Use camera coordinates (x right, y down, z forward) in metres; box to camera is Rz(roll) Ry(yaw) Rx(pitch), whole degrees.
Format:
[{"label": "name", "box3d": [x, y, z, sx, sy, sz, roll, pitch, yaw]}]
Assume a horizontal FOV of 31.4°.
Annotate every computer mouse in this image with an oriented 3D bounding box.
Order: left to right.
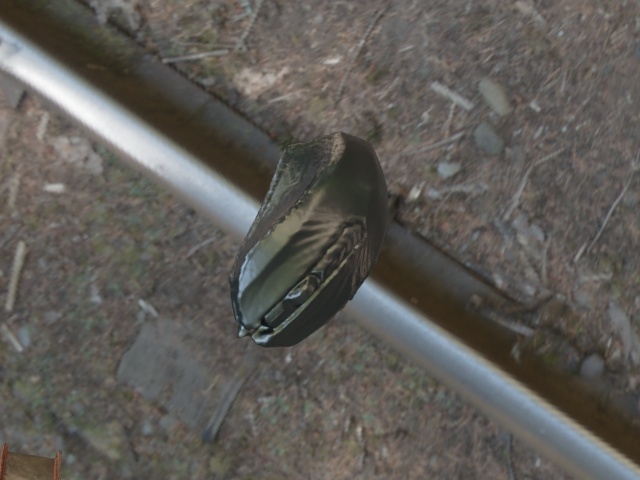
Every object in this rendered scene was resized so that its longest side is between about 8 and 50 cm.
[{"label": "computer mouse", "box3d": [0.000, 0.000, 0.792, 0.057, 0.172, 0.099, 11, 153, 46]}]

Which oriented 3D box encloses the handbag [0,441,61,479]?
[{"label": "handbag", "box3d": [-0.218, 0.245, 0.796, 0.062, 0.190, 0.127, 12, 111, -17]}]
